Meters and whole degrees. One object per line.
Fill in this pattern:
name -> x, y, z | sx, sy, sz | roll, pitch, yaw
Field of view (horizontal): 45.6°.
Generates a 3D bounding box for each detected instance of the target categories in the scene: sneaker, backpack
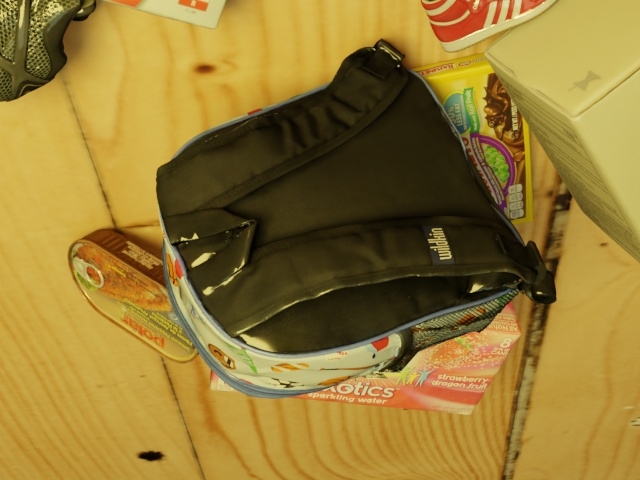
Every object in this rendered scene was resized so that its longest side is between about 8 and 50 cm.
sneaker -> 0.141, -0.207, 0.625 | 0.119, 0.042, 0.067 | -25, 134, 23
sneaker -> -0.252, -0.219, 0.572 | 0.130, 0.087, 0.227 | -20, 119, -13
backpack -> 0.000, 0.000, 0.634 | 0.264, 0.276, 0.213 | -15, 151, -24

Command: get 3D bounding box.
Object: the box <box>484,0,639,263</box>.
box -> 0.269, -0.096, 0.649 | 0.127, 0.148, 0.232 | -39, 127, 8

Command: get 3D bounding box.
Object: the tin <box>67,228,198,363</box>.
tin -> -0.189, 0.057, 0.801 | 0.190, 0.040, 0.106 | 29, 130, 22

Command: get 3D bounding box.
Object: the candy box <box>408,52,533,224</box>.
candy box -> 0.153, -0.088, 0.751 | 0.105, 0.027, 0.205 | -10, 133, 9

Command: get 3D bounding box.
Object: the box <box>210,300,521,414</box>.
box -> 0.040, 0.078, 0.827 | 0.300, 0.142, 0.154 | 8, 132, -11

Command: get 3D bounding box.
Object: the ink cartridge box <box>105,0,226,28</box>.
ink cartridge box -> -0.113, -0.250, 0.526 | 0.146, 0.045, 0.179 | 7, 125, -31
